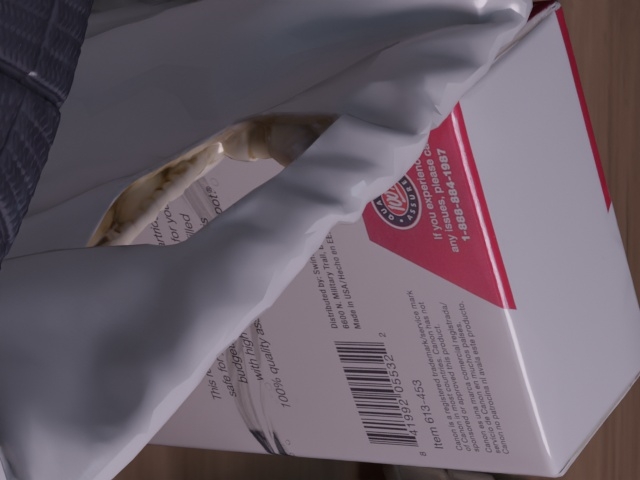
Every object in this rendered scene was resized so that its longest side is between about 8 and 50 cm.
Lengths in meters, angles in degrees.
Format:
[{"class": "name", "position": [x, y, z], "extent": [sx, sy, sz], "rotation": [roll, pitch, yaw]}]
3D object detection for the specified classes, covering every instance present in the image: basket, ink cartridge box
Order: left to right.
[{"class": "basket", "position": [-0.147, -0.128, 0.629], "extent": [0.328, 0.266, 0.331], "rotation": [-48, 125, -39]}, {"class": "ink cartridge box", "position": [0.000, 0.000, 0.840], "extent": [0.100, 0.237, 0.172], "rotation": [-42, 122, -45]}]

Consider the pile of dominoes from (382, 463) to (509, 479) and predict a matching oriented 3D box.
[{"class": "pile of dominoes", "position": [0.117, 0.232, 1.109], "extent": [0.251, 0.040, 0.196], "rotation": [21, 47, -53]}]

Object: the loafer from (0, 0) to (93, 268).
[{"class": "loafer", "position": [-0.093, -0.126, 0.439], "extent": [0.109, 0.095, 0.302], "rotation": [27, 74, -80]}]
